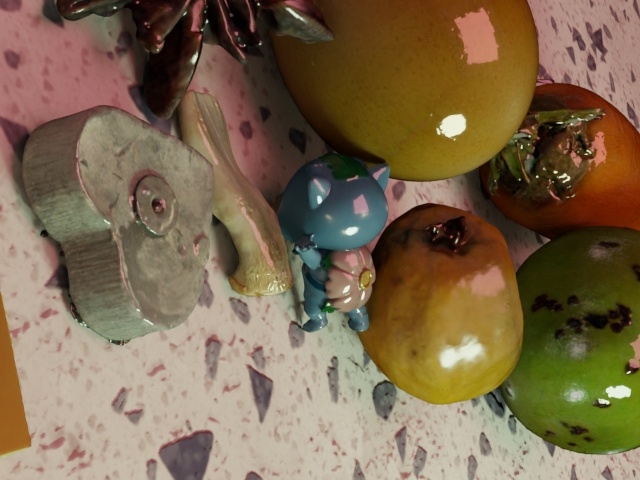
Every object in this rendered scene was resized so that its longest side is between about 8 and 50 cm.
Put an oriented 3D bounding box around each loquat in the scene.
[{"bbox_3d":[0.122,0.064,1.291,0.234,0.176,0.187,80,-12,-46],"label":"loquat"}]

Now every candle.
[{"bbox_3d":[-0.152,-0.023,1.020,0.168,0.068,0.192,-46,121,-54],"label":"candle"}]

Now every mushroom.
[{"bbox_3d":[-0.083,-0.042,1.152,0.059,0.054,0.202,-34,102,-61],"label":"mushroom"}]

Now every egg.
[{"bbox_3d":[0.075,-0.210,1.257,0.322,0.250,0.250,56,30,14],"label":"egg"}]

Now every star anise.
[{"bbox_3d":[-0.106,-0.239,1.093,0.283,0.129,0.212,-28,92,-22],"label":"star anise"}]

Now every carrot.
[{"bbox_3d":[0.312,-0.106,1.626,0.331,0.193,0.214,14,84,-53],"label":"carrot"}]

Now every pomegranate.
[{"bbox_3d":[0.360,0.123,1.512,0.291,0.323,0.290,-3,96,-30],"label":"pomegranate"}]

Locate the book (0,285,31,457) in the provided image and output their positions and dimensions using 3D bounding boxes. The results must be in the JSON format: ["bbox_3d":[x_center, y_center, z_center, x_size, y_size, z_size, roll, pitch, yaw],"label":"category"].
[{"bbox_3d":[-0.338,0.038,0.752,0.374,0.028,0.262,-8,86,-57],"label":"book"}]

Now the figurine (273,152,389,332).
[{"bbox_3d":[0.002,-0.002,1.224,0.114,0.144,0.178,-10,110,-23],"label":"figurine"}]
